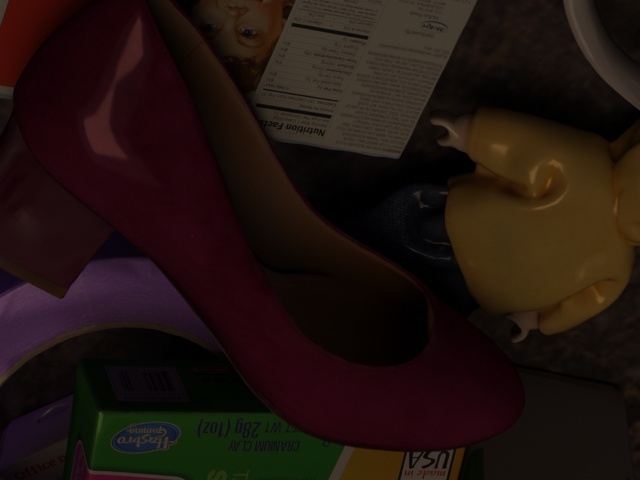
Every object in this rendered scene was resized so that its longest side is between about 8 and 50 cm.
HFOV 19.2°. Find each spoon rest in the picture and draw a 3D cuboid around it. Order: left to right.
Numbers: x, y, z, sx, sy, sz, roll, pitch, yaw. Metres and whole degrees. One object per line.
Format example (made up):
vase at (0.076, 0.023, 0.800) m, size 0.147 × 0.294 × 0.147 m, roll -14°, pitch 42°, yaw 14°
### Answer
spoon rest at (0.236, -0.082, 1.089) m, size 0.276 × 0.137 × 0.084 m, roll 46°, pitch 115°, yaw -5°

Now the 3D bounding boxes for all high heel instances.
high heel at (0.000, 0.000, 1.032) m, size 0.377 × 0.127 × 0.181 m, roll 21°, pitch 129°, yaw -29°

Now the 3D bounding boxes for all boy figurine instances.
boy figurine at (0.125, -0.018, 1.166) m, size 0.285 × 0.092 × 0.177 m, roll -21°, pitch 121°, yaw 15°

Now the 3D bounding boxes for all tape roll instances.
tape roll at (-0.139, 0.118, 1.221) m, size 0.275 × 0.090 × 0.274 m, roll -7°, pitch 115°, yaw -14°

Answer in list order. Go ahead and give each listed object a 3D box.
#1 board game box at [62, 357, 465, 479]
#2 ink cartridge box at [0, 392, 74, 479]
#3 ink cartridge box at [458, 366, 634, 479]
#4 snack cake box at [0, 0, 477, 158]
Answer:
board game box at (-0.053, 0.227, 1.209) m, size 0.242 × 0.064 × 0.316 m, roll 2°, pitch 116°, yaw -19°
ink cartridge box at (-0.157, 0.170, 1.333) m, size 0.088 × 0.052 × 0.122 m, roll -26°, pitch 119°, yaw 17°
ink cartridge box at (0.122, 0.256, 1.290) m, size 0.117 × 0.201 × 0.278 m, roll 11°, pitch 125°, yaw -4°
snack cake box at (-0.054, -0.145, 1.042) m, size 0.264 × 0.089 × 0.152 m, roll 8°, pitch 128°, yaw -25°
